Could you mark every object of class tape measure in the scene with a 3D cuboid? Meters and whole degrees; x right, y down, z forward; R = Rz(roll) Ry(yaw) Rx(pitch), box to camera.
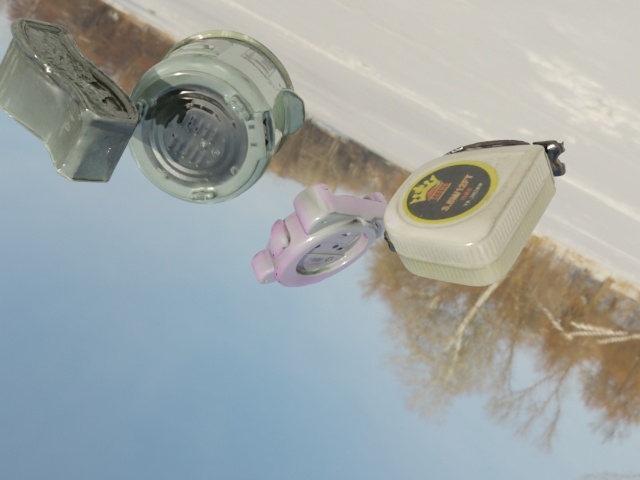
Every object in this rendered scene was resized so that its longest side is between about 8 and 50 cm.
[{"bbox_3d":[0.236,-0.055,1.087,0.232,0.271,0.133,10,143,44],"label":"tape measure"}]

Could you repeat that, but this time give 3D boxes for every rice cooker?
[{"bbox_3d":[-0.180,-0.214,1.152,0.317,0.264,0.316,-7,-156,3],"label":"rice cooker"}]

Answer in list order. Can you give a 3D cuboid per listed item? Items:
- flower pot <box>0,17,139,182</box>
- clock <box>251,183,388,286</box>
[{"bbox_3d":[-0.349,-0.191,0.915,0.229,0.108,0.103,46,-151,16],"label":"flower pot"},{"bbox_3d":[0.000,0.000,1.296,0.228,0.248,0.090,5,-128,-46],"label":"clock"}]
